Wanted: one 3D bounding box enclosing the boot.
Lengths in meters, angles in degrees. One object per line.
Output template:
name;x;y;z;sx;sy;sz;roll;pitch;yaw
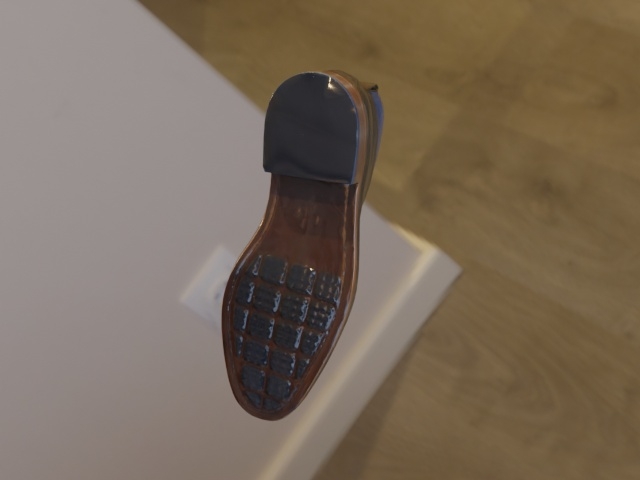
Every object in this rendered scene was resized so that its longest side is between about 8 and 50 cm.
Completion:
boot;0.000;0.000;0.893;0.082;0.106;0.219;17;106;15
